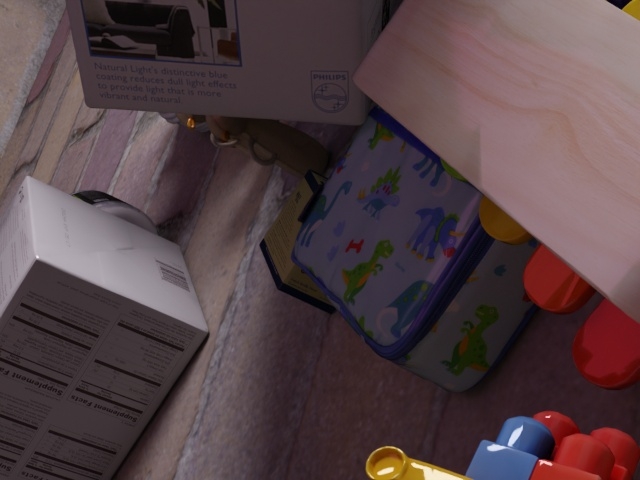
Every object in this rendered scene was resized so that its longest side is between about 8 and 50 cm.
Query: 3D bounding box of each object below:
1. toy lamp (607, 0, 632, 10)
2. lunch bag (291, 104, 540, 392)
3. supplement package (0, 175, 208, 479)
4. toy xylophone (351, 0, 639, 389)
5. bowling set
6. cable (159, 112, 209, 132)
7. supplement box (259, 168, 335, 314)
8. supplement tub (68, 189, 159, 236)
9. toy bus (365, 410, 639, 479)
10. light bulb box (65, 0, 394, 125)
[{"bbox_3d":[0.261,-0.216,0.634,0.275,0.080,0.080,-42,33,42],"label":"toy lamp"},{"bbox_3d":[0.076,-0.014,0.774,0.176,0.090,0.219,-56,28,9],"label":"lunch bag"},{"bbox_3d":[-0.282,0.114,1.182,0.262,0.198,0.199,-56,28,14],"label":"supplement package"},{"bbox_3d":[0.152,-0.088,0.589,0.236,0.081,0.322,-48,51,18],"label":"toy xylophone"},{"bbox_3d":[-0.091,-0.161,1.135,0.200,0.154,0.287,-36,37,43],"label":"bowling set"},{"bbox_3d":[-0.119,-0.254,1.348,0.257,0.089,0.257,-62,27,1],"label":"cable"},{"bbox_3d":[0.000,0.000,0.931,0.083,0.056,0.083,-56,27,15],"label":"supplement box"},{"bbox_3d":[-0.275,0.000,1.366,0.117,0.117,0.190,-64,26,-2],"label":"supplement tub"},{"bbox_3d":[0.101,0.174,0.467,0.220,0.149,0.211,17,63,36],"label":"toy bus"},{"bbox_3d":[-0.054,-0.336,0.847,0.358,0.225,0.361,-77,-12,-50],"label":"light bulb box"}]
